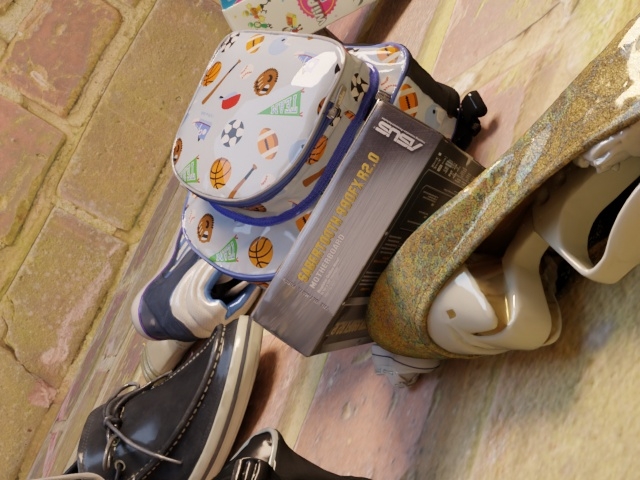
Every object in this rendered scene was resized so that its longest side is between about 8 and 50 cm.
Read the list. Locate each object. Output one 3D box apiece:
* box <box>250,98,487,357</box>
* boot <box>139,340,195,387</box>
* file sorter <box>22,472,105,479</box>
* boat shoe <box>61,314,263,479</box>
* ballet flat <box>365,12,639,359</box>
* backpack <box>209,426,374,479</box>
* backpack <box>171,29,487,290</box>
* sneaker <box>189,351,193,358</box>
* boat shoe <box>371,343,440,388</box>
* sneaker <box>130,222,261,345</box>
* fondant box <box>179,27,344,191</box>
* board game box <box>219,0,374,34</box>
[{"bbox_3d":[0.053,-0.003,0.722,0.183,0.056,0.231,-59,-18,9],"label":"box"},{"bbox_3d":[-0.255,0.141,1.583,0.165,0.077,0.213,-55,21,30],"label":"boot"},{"bbox_3d":[-0.245,0.336,0.826,0.278,0.173,0.192,-4,87,64],"label":"file sorter"},{"bbox_3d":[-0.234,0.274,1.176,0.500,0.156,0.186,-51,18,30],"label":"boat shoe"},{"bbox_3d":[0.143,0.001,0.571,0.348,0.123,0.123,-50,20,35],"label":"ballet flat"},{"bbox_3d":[-0.057,0.272,0.580,0.253,0.191,0.225,-40,24,36],"label":"backpack"},{"bbox_3d":[-0.018,-0.073,0.893,0.276,0.213,0.263,17,88,49],"label":"backpack"},{"bbox_3d":[-0.183,0.204,1.325,0.067,0.042,0.118,-66,14,-1],"label":"sneaker"},{"bbox_3d":[0.070,0.107,0.750,0.100,0.035,0.035,176,94,-66],"label":"boat shoe"},{"bbox_3d":[-0.138,0.025,1.389,0.236,0.130,0.322,-14,34,44],"label":"sneaker"},{"bbox_3d":[-0.079,-0.206,1.436,0.238,0.096,0.330,-47,12,28],"label":"fondant box"},{"bbox_3d":[-0.004,-0.400,1.407,0.303,0.097,0.224,-29,20,2],"label":"board game box"}]
